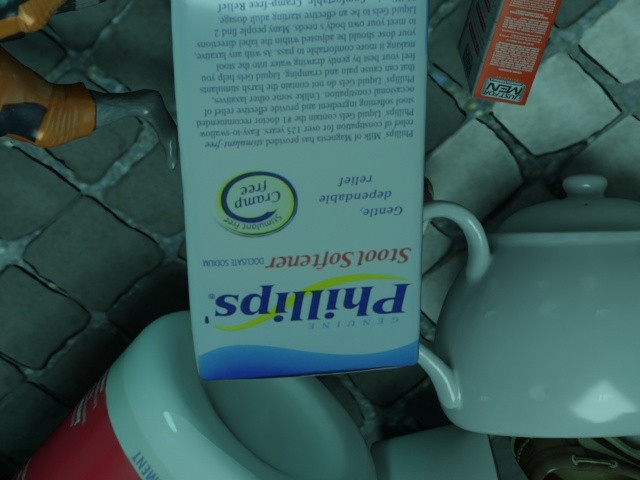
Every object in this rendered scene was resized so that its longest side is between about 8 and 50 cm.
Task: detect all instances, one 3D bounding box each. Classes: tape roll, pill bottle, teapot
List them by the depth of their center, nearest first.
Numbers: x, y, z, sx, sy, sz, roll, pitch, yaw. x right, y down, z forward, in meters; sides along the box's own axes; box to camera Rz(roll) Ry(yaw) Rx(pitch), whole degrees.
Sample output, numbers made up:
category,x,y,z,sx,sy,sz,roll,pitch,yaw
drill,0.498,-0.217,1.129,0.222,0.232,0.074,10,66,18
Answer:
category,x,y,z,sx,sy,sz,roll,pitch,yaw
teapot,0.195,0.044,1.326,0.252,0.256,0.187,-3,92,22
pill bottle,-0.160,0.267,1.376,0.229,0.229,0.408,31,114,-24
tape roll,0.120,0.291,1.436,0.100,0.286,0.286,-15,125,4

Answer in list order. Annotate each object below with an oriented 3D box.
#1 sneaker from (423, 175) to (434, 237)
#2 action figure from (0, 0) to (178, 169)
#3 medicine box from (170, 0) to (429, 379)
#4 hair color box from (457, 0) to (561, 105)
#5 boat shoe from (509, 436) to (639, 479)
category,x,y,z,sx,sy,sz,roll,pitch,yaw
sneaker,0.000,0.000,1.346,0.185,0.070,0.084,-37,126,18
action figure,-0.265,-0.107,1.211,0.330,0.179,0.341,-3,154,-3
medicine box,-0.020,-0.102,1.153,0.149,0.263,0.289,-4,126,-3
hair color box,0.139,-0.174,1.237,0.043,0.072,0.141,9,125,-12
boat shoe,0.268,0.231,1.521,0.257,0.095,0.095,27,118,-23
